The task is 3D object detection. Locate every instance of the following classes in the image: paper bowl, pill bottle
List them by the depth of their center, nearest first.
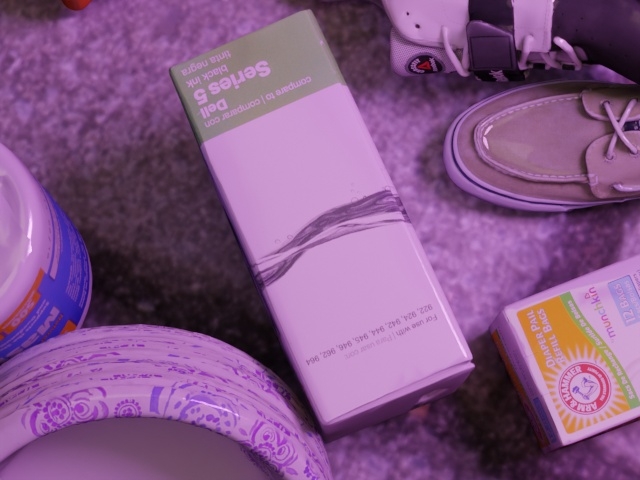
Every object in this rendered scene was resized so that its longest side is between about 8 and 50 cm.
[{"bbox_3d":[-0.131,0.189,0.985,0.284,0.148,0.284,-3,115,-6],"label":"paper bowl"},{"bbox_3d":[-0.245,0.022,0.993,0.152,0.272,0.152,0,78,1],"label":"pill bottle"}]

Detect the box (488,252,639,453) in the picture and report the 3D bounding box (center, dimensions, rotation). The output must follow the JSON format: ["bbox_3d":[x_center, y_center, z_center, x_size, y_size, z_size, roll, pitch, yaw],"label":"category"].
[{"bbox_3d":[0.243,0.073,1.061,0.203,0.103,0.114,-21,79,-3],"label":"box"}]

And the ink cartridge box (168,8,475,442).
[{"bbox_3d":[0.000,0.000,1.031,0.114,0.198,0.273,-23,79,-4],"label":"ink cartridge box"}]

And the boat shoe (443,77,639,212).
[{"bbox_3d":[0.248,-0.085,1.097,0.302,0.094,0.109,-3,79,0],"label":"boat shoe"}]

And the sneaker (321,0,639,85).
[{"bbox_3d":[0.132,-0.169,1.096,0.330,0.122,0.146,32,84,26],"label":"sneaker"}]

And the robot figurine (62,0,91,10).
[{"bbox_3d":[-0.161,-0.293,1.131,0.158,0.128,0.219,24,78,41],"label":"robot figurine"}]
